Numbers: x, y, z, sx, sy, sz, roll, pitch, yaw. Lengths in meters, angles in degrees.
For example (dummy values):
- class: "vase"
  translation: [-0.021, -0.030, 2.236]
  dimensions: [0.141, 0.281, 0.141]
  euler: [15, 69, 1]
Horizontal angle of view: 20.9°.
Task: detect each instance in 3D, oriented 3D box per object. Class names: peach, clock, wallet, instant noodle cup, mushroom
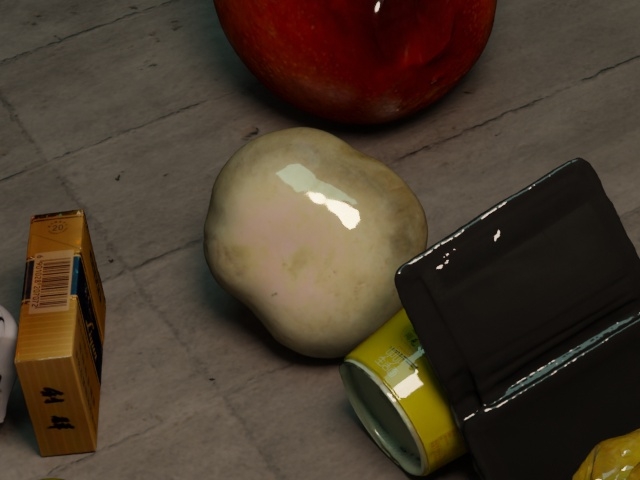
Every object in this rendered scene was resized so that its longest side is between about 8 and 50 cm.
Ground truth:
- class: "peach"
  translation: [0.045, -0.323, 2.209]
  dimensions: [0.388, 0.388, 0.388]
  euler: [-3, 41, 3]
- class: "clock"
  translation: [-0.392, 0.134, 1.886]
  dimensions: [0.080, 0.176, 0.117]
  euler: [3, 24, -45]
- class: "wallet"
  translation: [0.228, 0.111, 1.723]
  dimensions: [0.247, 0.323, 0.041]
  euler: [-30, 13, -8]
- class: "instant noodle cup"
  translation: [0.156, 0.124, 1.820]
  dimensions: [0.236, 0.215, 0.215]
  euler: [-34, 48, -18]
- class: "mushroom"
  translation: [0.000, 0.000, 1.967]
  dimensions: [0.254, 0.260, 0.234]
  euler: [-5, 4, 14]

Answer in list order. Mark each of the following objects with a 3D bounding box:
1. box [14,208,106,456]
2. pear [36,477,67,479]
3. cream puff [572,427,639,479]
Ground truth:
- class: "box"
  translation: [-0.285, 0.099, 1.917]
  dimensions: [0.070, 0.152, 0.237]
  euler: [-5, 41, 3]
- class: "pear"
  translation: [-0.237, 0.329, 1.627]
  dimensions: [0.200, 0.200, 0.200]
  euler: [-3, 41, 3]
- class: "cream puff"
  translation: [0.375, 0.256, 1.594]
  dimensions: [0.291, 0.257, 0.324]
  euler: [6, 44, 8]
